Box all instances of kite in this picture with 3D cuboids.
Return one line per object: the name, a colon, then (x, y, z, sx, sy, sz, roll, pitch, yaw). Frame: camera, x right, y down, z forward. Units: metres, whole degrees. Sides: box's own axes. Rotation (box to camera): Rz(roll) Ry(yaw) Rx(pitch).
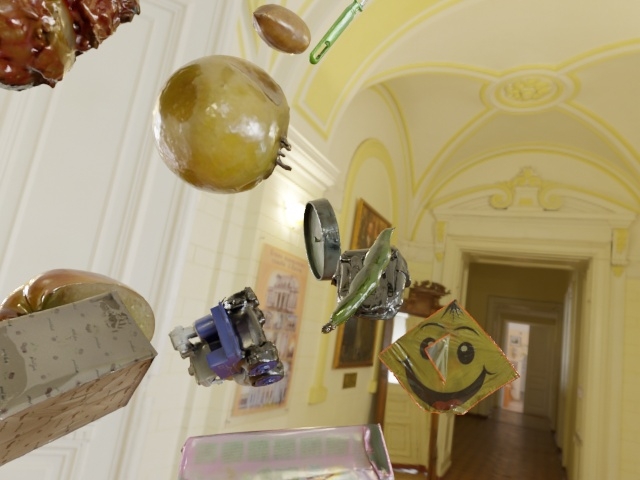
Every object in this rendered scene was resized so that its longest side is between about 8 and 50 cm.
kite: (0.346, 0.316, 1.197, 0.378, 0.326, 0.013, 4, 7, 7)

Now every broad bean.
broad bean: (0.093, 0.074, 0.891, 0.060, 0.297, 0.043, -5, -52, 43)

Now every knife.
knife: (0.041, -0.415, 0.820, 0.015, 0.212, 0.054, 35, -3, 42)

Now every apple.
apple: (-0.624, 0.244, 1.126, 0.296, 0.328, 0.364, -17, -40, 12)

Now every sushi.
sushi: (-0.371, -0.338, 0.576, 0.182, 0.343, 0.196, 10, -32, 28)

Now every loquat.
loquat: (-0.135, -0.165, 0.649, 0.213, 0.212, 0.213, 9, -11, 2)

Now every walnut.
walnut: (-0.105, -0.558, 1.176, 0.116, 0.115, 0.207, 1, 3, 37)

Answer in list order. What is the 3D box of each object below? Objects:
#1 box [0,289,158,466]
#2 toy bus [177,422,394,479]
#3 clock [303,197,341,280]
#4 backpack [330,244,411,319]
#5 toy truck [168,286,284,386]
box: (-0.518, 0.260, 0.860, 0.190, 0.225, 0.297, 48, 30, 16)
toy bus: (-0.042, 0.304, 0.577, 0.274, 0.112, 0.090, -3, -25, -2)
clock: (0.000, 0.000, 1.457, 0.056, 0.280, 0.280, -7, -7, -15)
backpack: (0.126, 0.108, 1.133, 0.207, 0.258, 0.133, -4, -53, 12)
toy truck: (-0.177, 0.210, 0.855, 0.177, 0.161, 0.213, -22, -29, -11)
